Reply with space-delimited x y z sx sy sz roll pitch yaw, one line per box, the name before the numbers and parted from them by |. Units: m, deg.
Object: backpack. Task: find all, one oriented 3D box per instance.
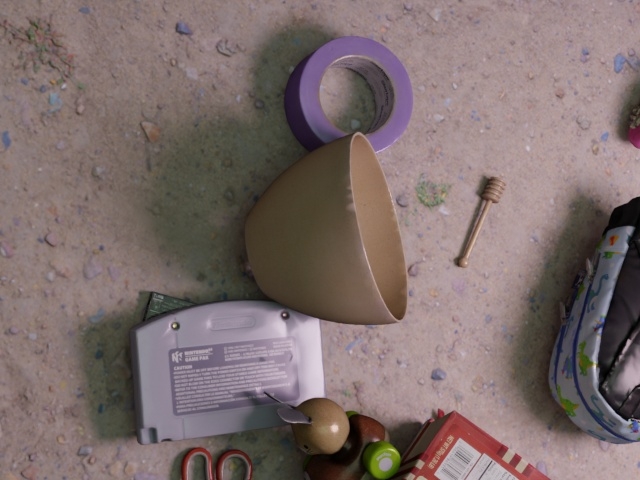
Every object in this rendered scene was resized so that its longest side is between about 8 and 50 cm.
backpack | 0.524 0.160 1.847 0.290 0.273 0.355 31 55 -17

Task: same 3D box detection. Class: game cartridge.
game cartridge | -0.135 0.186 1.683 0.294 0.060 0.196 -3 93 -25

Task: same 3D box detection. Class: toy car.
toy car | -0.006 0.288 1.638 0.188 0.155 0.149 39 87 -22

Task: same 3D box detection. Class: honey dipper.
honey dipper | 0.262 -0.029 1.868 0.030 0.030 0.160 28 79 -15

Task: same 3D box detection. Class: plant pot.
plant pot | 0.000 0.000 1.672 0.191 0.284 0.284 -13 90 16

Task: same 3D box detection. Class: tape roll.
tape roll | 0.044 -0.219 1.779 0.189 0.080 0.188 2 85 -20

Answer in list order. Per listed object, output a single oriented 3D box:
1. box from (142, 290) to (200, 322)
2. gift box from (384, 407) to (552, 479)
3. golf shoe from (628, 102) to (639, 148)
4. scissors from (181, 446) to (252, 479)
box | -0.220 0.118 1.690 0.083 0.018 0.067 16 81 -18
gift box | 0.192 0.394 1.695 0.276 0.258 0.255 40 75 7
golf shoe | 0.659 -0.256 1.984 0.140 0.115 0.306 44 75 -15
scissors | -0.136 0.449 1.672 0.109 0.021 0.297 -6 80 -20
